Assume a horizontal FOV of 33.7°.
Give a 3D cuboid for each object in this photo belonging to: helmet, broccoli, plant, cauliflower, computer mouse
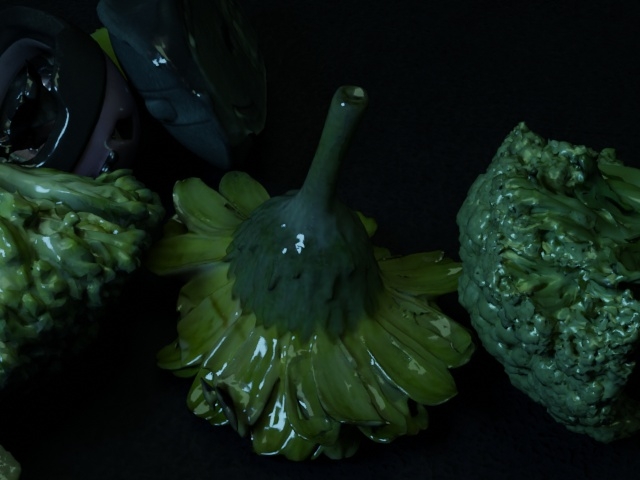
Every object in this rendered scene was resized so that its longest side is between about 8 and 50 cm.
[{"bbox_3d":[-0.270,-0.117,1.054,0.154,0.198,0.253,25,3,-30],"label":"helmet"},{"bbox_3d":[-0.271,0.001,0.845,0.248,0.245,0.288,-24,21,17],"label":"broccoli"},{"bbox_3d":[-0.018,0.044,0.867,0.306,0.297,0.261,24,75,8],"label":"plant"},{"bbox_3d":[0.239,0.016,0.831,0.250,0.272,0.275,-17,52,28],"label":"cauliflower"},{"bbox_3d":[-0.139,-0.179,1.090,0.114,0.203,0.374,-28,20,11],"label":"computer mouse"}]

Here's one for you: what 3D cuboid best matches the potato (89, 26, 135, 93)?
[{"bbox_3d":[-0.238,-0.198,1.220,0.119,0.054,0.198,9,38,14],"label":"potato"}]

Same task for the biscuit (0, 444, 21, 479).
[{"bbox_3d":[-0.333,0.157,0.743,0.265,0.188,0.040,4,21,10],"label":"biscuit"}]
